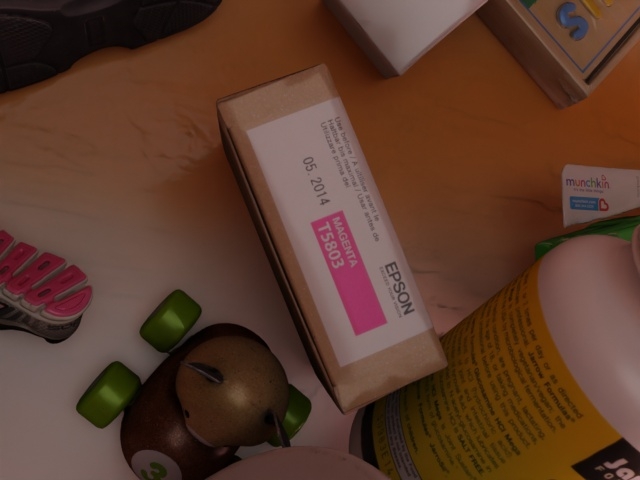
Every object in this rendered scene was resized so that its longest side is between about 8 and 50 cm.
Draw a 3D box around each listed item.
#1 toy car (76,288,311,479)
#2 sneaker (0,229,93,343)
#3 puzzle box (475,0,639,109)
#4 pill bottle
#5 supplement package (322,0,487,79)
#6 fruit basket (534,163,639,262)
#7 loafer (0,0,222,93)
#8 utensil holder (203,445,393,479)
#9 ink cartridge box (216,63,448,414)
[{"bbox_3d":[-0.079,0.128,0.611,0.155,0.188,0.149,42,73,-10],"label":"toy car"},{"bbox_3d":[-0.254,0.029,0.631,0.170,0.075,0.063,27,48,7],"label":"sneaker"},{"bbox_3d":[0.299,-0.370,0.871,0.272,0.052,0.409,46,72,-9],"label":"puzzle box"},{"bbox_3d":[0.185,0.118,0.609,0.188,0.334,0.188,25,40,-23],"label":"pill bottle"},{"bbox_3d":[0.100,-0.242,0.729,0.179,0.105,0.105,-39,98,5],"label":"supplement package"},{"bbox_3d":[0.372,0.095,0.812,0.353,0.165,0.327,1,84,-34],"label":"fruit basket"},{"bbox_3d":[-0.227,-0.195,0.657,0.302,0.109,0.095,-23,72,-26],"label":"loafer"},{"bbox_3d":[0.052,0.356,0.506,0.385,0.327,0.327,47,71,-26],"label":"utensil holder"},{"bbox_3d":[0.000,0.000,0.646,0.088,0.193,0.235,-22,92,-7],"label":"ink cartridge box"}]
